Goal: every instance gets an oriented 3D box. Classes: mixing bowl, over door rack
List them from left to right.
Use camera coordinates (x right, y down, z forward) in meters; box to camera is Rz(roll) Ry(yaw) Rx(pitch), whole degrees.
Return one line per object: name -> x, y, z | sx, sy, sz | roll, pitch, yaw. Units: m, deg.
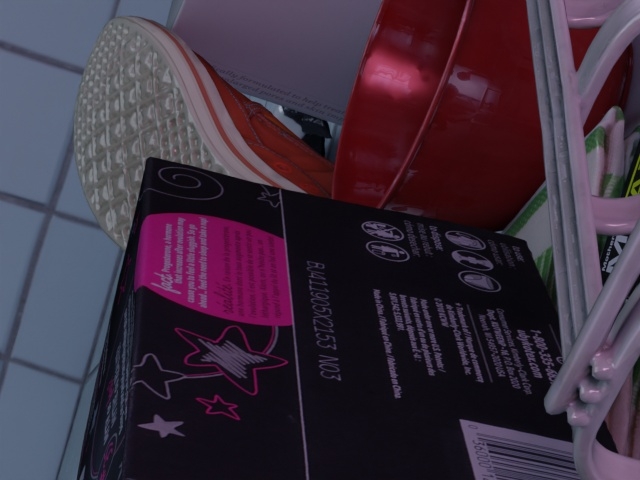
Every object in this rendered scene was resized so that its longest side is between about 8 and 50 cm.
mixing bowl -> 0.082, -0.073, 0.791 | 0.181, 0.098, 0.181 | -161, 90, -78
over door rack -> 0.117, -0.122, 0.415 | 0.239, 0.108, 0.324 | -89, 1, -47

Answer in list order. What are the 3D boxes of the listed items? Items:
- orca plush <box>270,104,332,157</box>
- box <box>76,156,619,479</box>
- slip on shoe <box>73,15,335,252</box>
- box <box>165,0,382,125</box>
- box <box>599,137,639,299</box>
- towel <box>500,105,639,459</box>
orca plush -> -0.051, -0.079, 1.416 | 0.102, 0.151, 0.287 | -41, -12, -37
box -> 0.001, 0.093, 0.572 | 0.247, 0.163, 0.142 | -99, 23, -66
slip on shoe -> -0.047, -0.025, 0.987 | 0.331, 0.101, 0.123 | 43, 115, 40
box -> 0.011, -0.173, 1.060 | 0.182, 0.181, 0.119 | 126, 159, -57
box -> 0.163, -0.059, 0.534 | 0.184, 0.045, 0.191 | -161, 89, -80
towel -> 0.070, 0.137, 0.691 | 0.248, 0.038, 0.325 | 125, 158, -59
